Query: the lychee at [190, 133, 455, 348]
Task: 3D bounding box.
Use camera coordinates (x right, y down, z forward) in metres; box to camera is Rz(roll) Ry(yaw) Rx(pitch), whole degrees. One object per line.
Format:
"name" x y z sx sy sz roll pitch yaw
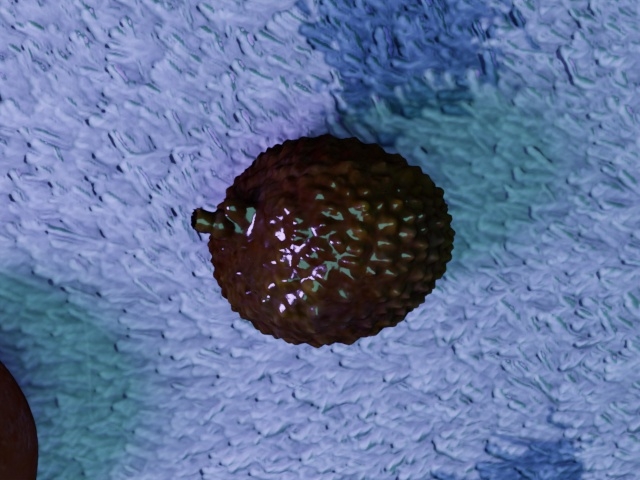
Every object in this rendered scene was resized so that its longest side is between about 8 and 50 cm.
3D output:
"lychee" 0.000 0.000 1.336 0.238 0.200 0.200 6 109 -32

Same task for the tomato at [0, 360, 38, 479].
"tomato" -0.375 0.192 1.319 0.265 0.265 0.265 -3 110 -8
